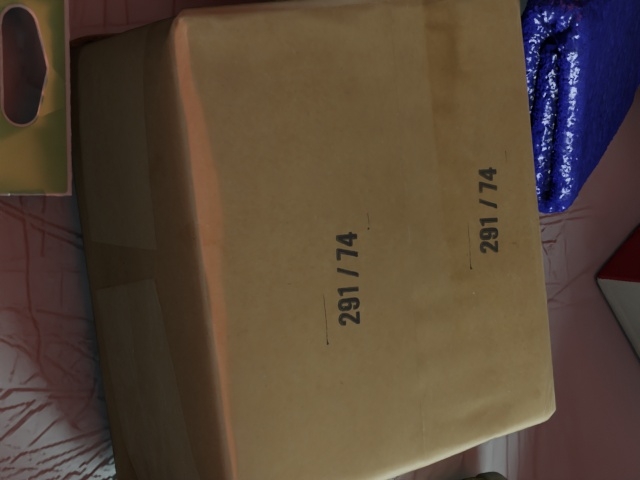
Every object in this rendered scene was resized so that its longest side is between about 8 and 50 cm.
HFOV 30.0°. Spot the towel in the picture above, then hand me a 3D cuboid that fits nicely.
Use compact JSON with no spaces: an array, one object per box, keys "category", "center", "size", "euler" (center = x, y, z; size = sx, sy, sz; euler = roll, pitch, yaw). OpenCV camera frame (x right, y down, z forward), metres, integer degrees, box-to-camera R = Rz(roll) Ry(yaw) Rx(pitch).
[{"category":"towel","center":[0.232,-0.196,0.987],"size":[0.308,0.076,0.227],"euler":[-55,152,-34]}]

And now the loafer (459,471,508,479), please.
[{"category":"loafer","center":[0.112,0.317,0.983],"size":[0.087,0.094,0.251],"euler":[3,79,-10]}]

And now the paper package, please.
[{"category":"paper package","center":[0.000,0.000,0.841],"size":[0.309,0.168,0.324],"euler":[-12,97,-35]}]

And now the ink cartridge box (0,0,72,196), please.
[{"category":"ink cartridge box","center":[-0.270,-0.107,0.719],"size":[0.235,0.056,0.171],"euler":[-2,93,-38]}]

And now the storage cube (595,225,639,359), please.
[{"category":"storage cube","center":[0.413,0.050,1.117],"size":[0.193,0.184,0.215],"euler":[-42,113,-26]}]
